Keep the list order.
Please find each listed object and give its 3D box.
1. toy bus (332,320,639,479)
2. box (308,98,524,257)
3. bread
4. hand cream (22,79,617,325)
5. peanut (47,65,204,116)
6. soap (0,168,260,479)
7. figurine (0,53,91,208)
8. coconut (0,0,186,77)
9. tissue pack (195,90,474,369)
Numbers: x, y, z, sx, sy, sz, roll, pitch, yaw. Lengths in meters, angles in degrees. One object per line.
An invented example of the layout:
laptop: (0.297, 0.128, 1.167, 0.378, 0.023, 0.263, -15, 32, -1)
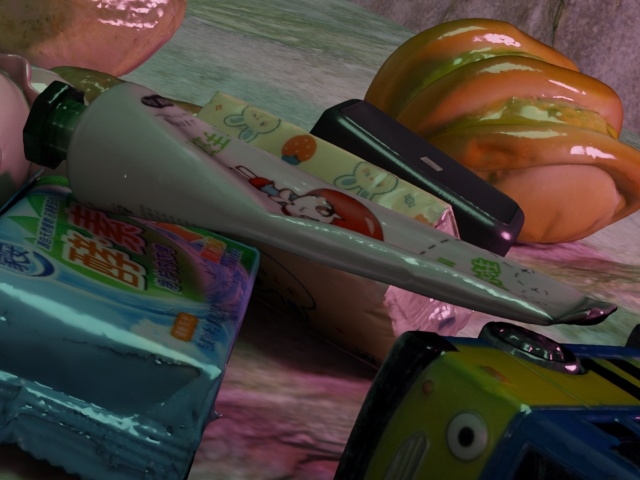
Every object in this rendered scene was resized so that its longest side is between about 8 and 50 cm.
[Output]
toy bus: (0.155, 0.135, 0.661, 0.287, 0.138, 0.175, 6, 20, -45)
box: (0.071, -0.033, 1.155, 0.201, 0.090, 0.144, 36, 17, 6)
bread: (0.215, -0.119, 1.493, 0.315, 0.211, 0.270, 8, 21, -32)
hand cream: (-0.006, -0.014, 0.737, 0.336, 0.076, 0.121, 20, 11, 15)
peanut: (-0.153, -0.087, 1.113, 0.214, 0.100, 0.099, 27, 16, 15)
soap: (-0.118, 0.037, 0.750, 0.156, 0.077, 0.293, 20, 14, -5)
figurine: (-0.225, -0.071, 0.909, 0.155, 0.127, 0.235, -2, 6, 22)
coconut: (-0.255, -0.260, 1.384, 0.237, 0.197, 0.237, 30, 14, -8)
tissue pack: (0.000, 0.000, 0.921, 0.196, 0.092, 0.148, 27, -21, 27)
